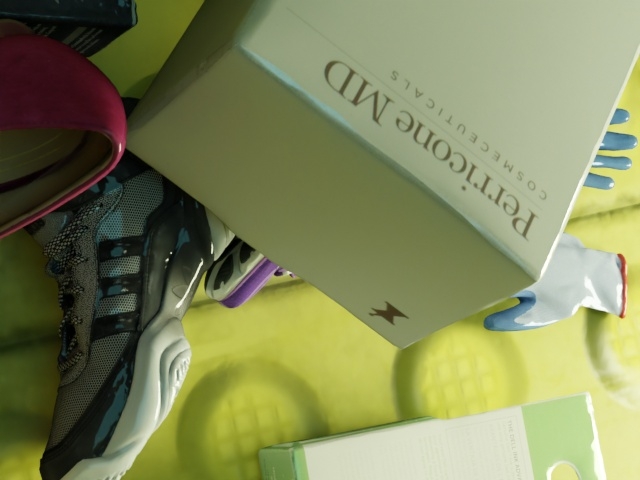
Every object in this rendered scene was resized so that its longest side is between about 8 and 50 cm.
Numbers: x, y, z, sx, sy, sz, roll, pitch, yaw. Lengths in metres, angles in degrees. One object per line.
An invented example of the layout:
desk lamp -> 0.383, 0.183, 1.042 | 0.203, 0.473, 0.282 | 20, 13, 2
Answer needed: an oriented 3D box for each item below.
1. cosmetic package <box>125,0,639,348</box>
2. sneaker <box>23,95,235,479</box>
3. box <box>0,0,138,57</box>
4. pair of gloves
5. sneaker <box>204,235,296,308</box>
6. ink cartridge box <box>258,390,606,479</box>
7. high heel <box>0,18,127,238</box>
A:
cosmetic package -> 0.089, -0.186, 1.100 | 0.230, 0.161, 0.453 | 37, 58, -15
sneaker -> -0.149, 0.021, 1.044 | 0.153, 0.101, 0.268 | 29, 66, -17
box -> -0.204, -0.201, 1.053 | 0.158, 0.093, 0.156 | 1, 82, -25
pair of gloves -> 0.158, -0.030, 1.231 | 0.159, 0.023, 0.198 | 7, 80, -25
sneaker -> 0.000, 0.000, 1.132 | 0.170, 0.068, 0.071 | -33, 102, -25
ink cartridge box -> 0.085, 0.201, 1.145 | 0.235, 0.056, 0.171 | -8, 86, -28
high heel -> -0.283, -0.001, 0.903 | 0.377, 0.181, 0.127 | -36, 120, -9
